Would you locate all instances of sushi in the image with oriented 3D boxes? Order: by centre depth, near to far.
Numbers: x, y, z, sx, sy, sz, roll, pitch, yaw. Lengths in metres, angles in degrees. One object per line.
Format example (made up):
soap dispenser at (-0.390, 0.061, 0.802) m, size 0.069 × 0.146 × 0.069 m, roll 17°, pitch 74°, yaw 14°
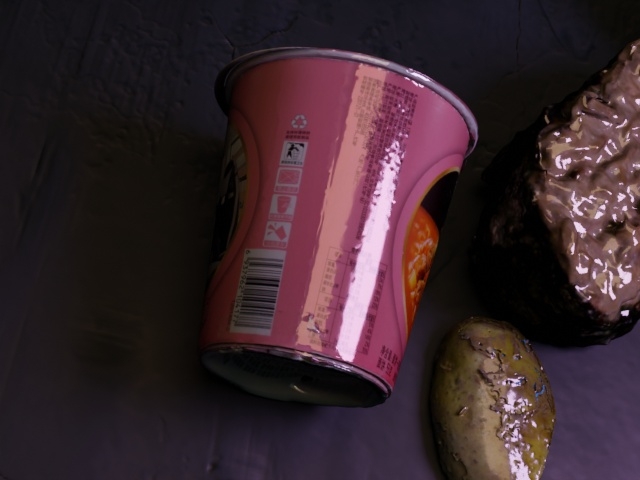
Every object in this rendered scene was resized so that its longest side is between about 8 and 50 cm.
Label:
sushi at (0.291, -0.060, 1.119) m, size 0.211 × 0.171 × 0.350 m, roll 44°, pitch 63°, yaw 8°

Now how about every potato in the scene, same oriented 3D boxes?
potato at (0.158, 0.154, 1.049) m, size 0.119 × 0.054 × 0.198 m, roll 15°, pitch 62°, yaw -9°

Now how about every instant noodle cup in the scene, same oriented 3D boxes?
instant noodle cup at (0.000, 0.000, 1.008) m, size 0.243 × 0.244 × 0.255 m, roll 14°, pitch 70°, yaw -6°
